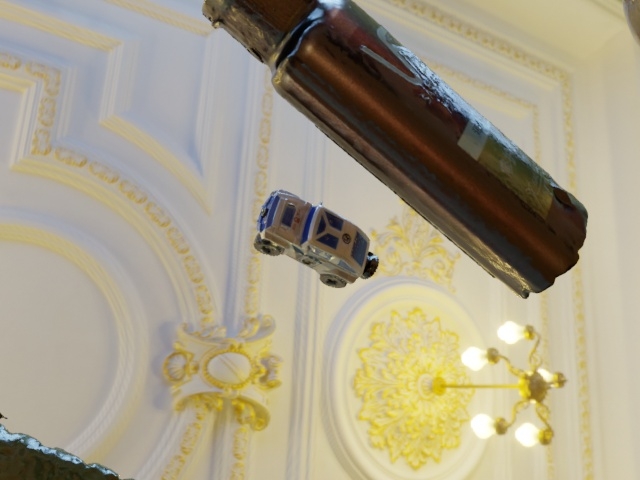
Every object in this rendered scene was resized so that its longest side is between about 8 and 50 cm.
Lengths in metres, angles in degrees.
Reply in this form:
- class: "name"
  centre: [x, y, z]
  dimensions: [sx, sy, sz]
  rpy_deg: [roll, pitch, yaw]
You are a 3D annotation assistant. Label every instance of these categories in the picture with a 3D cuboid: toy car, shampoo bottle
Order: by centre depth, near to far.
- class: "shampoo bottle"
  centre: [0.060, -0.095, 0.471]
  dimensions: [0.323, 0.084, 0.129]
  rpy_deg: [40, -142, -7]
- class: "toy car"
  centre: [0.000, 0.000, 0.793]
  dimensions: [0.170, 0.070, 0.080]
  rpy_deg: [28, -119, -21]

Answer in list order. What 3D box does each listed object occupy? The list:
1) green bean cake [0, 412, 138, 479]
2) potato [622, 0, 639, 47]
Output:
- class: "green bean cake"
  centre: [-0.327, 0.342, 0.634]
  dimensions: [0.249, 0.156, 0.247]
  rpy_deg: [27, -132, -12]
- class: "potato"
  centre: [0.360, -0.283, 0.549]
  dimensions: [0.164, 0.165, 0.263]
  rpy_deg: [-9, -68, -34]
